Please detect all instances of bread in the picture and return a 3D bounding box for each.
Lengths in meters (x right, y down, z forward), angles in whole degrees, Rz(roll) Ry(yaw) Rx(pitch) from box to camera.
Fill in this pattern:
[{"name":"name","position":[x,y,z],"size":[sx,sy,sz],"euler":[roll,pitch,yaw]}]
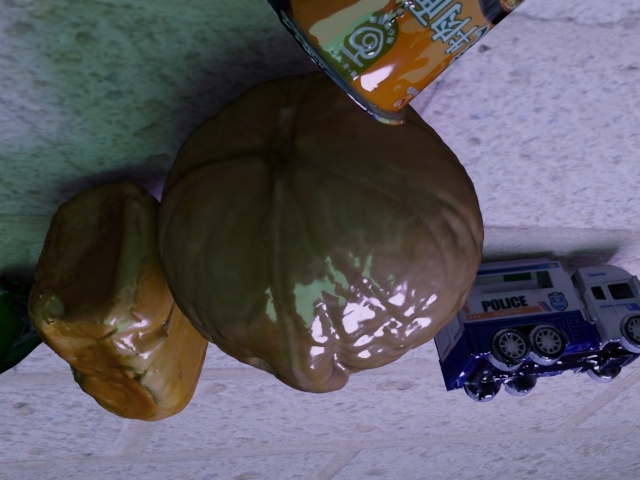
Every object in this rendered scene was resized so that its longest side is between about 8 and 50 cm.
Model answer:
[{"name":"bread","position":[-0.193,0.069,1.028],"size":[0.132,0.167,0.294],"euler":[11,153,7]}]

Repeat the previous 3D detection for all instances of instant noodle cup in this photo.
[{"name":"instant noodle cup","position":[0.054,-0.208,0.588],"size":[0.182,0.230,0.230],"euler":[-32,146,17]}]

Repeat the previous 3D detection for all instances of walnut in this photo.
[{"name":"walnut","position":[0.000,-0.002,0.880],"size":[0.277,0.252,0.313],"euler":[-27,153,3]}]

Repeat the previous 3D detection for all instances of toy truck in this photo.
[{"name":"toy truck","position":[0.282,0.101,1.266],"size":[0.268,0.155,0.124],"euler":[-5,151,-17]}]

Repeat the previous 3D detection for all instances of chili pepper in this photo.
[{"name":"chili pepper","position":[-0.339,0.102,1.134],"size":[0.108,0.062,0.216],"euler":[11,146,-34]}]
